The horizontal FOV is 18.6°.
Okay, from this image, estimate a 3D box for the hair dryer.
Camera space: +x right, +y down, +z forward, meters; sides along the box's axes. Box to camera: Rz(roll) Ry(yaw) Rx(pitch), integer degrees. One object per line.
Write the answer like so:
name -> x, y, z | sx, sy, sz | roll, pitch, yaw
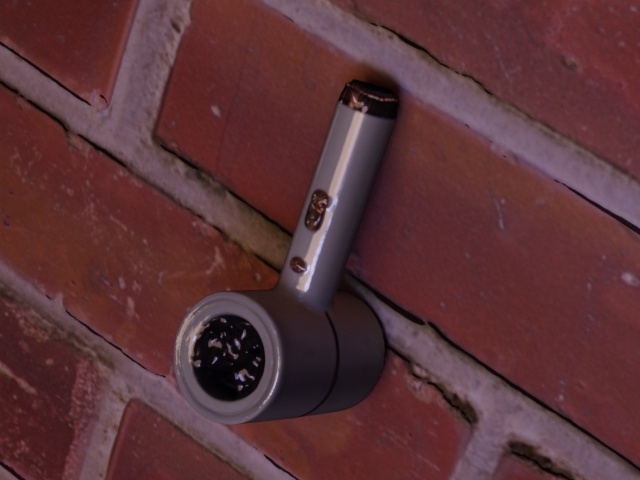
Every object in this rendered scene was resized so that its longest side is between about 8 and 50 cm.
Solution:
hair dryer -> 0.000, 0.000, 1.873 | 0.128, 0.203, 0.362 | 25, 103, 30
